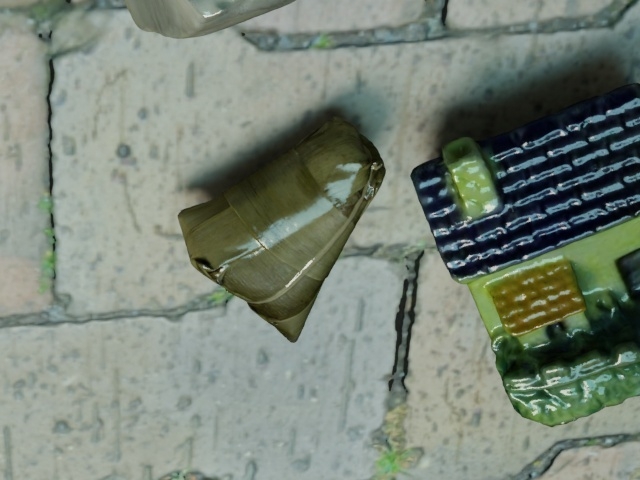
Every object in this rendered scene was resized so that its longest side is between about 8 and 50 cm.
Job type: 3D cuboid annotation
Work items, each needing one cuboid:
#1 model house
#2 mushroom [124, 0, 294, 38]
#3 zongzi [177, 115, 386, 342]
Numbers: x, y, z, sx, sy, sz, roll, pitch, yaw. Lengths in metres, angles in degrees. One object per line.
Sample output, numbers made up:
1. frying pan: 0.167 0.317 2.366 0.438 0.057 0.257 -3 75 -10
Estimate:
1. model house: 0.188 -0.008 1.367 0.194 0.170 0.211 -21 130 9
2. mushroom: 0.038 -0.242 1.150 0.407 0.154 0.137 -29 87 10
3. zongzi: 0.000 0.000 1.400 0.160 0.078 0.176 -30 139 14
